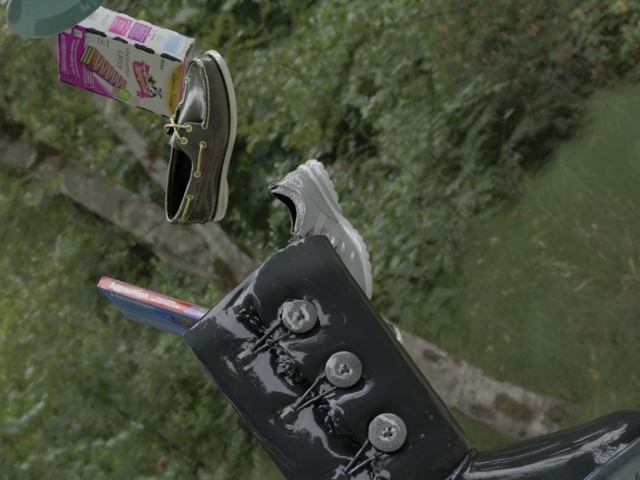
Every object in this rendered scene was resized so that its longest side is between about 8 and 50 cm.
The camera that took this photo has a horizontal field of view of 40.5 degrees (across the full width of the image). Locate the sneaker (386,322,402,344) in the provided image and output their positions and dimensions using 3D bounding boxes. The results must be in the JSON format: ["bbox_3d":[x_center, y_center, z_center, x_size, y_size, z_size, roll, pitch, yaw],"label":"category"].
[{"bbox_3d":[0.113,0.172,1.373,0.057,0.075,0.161,-53,10,-8],"label":"sneaker"}]

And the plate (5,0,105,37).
[{"bbox_3d":[-0.389,-0.374,1.298,0.188,0.024,0.188,-35,-7,-5],"label":"plate"}]

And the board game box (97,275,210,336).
[{"bbox_3d":[-0.252,0.141,1.555,0.145,0.281,0.027,67,-137,-59],"label":"board game box"}]

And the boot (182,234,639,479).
[{"bbox_3d":[0.111,0.166,0.971,0.367,0.445,0.146,-32,-30,-17],"label":"boot"}]

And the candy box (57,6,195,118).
[{"bbox_3d":[-0.355,-0.328,1.581,0.159,0.233,0.071,111,175,-54],"label":"candy box"}]

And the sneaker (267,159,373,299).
[{"bbox_3d":[0.000,0.000,1.547,0.115,0.281,0.105,-23,-15,-16],"label":"sneaker"}]

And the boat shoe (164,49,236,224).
[{"bbox_3d":[-0.202,-0.157,1.411,0.091,0.109,0.305,-14,-52,-30],"label":"boat shoe"}]
